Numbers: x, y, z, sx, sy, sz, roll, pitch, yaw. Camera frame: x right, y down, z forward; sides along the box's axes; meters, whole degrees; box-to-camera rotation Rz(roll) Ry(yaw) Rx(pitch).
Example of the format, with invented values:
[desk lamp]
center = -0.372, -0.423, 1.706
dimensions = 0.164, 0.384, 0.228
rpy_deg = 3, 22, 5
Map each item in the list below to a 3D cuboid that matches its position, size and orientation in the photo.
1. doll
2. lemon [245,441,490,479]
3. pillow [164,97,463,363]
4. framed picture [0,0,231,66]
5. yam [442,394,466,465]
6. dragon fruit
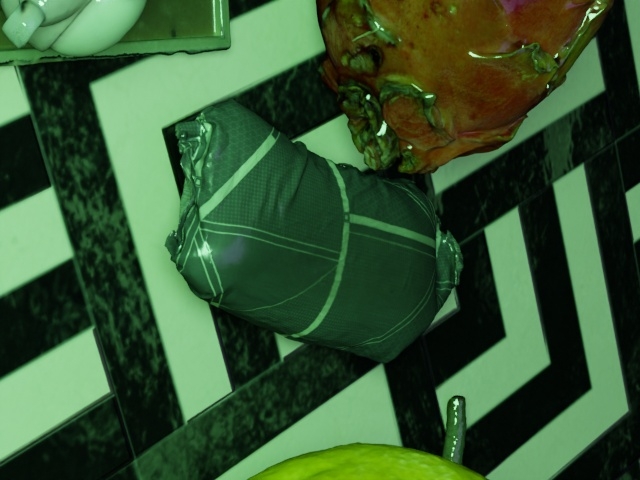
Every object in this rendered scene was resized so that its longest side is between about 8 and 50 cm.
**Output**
[doll]
center = -0.094, -0.235, 1.153
dimensions = 0.094, 0.160, 0.365
rpy_deg = 49, 54, -12
[lemon]
center = 0.036, 0.320, 1.257
dimensions = 0.348, 0.348, 0.348
rpy_deg = -6, 99, -46
[pillow]
center = 0.000, 0.000, 1.353
dimensions = 0.335, 0.092, 0.161
rpy_deg = 21, 75, -47
[framed picture]
center = -0.183, -0.236, 1.187
dimensions = 0.315, 0.024, 0.232
rpy_deg = -10, 102, -46
[yam]
center = 0.113, 0.256, 1.551
dimensions = 0.027, 0.029, 0.234
rpy_deg = 2, 92, -74
[dragon fruit]
center = 0.109, -0.213, 1.346
dimensions = 0.250, 0.250, 0.315
rpy_deg = -10, 94, -46
